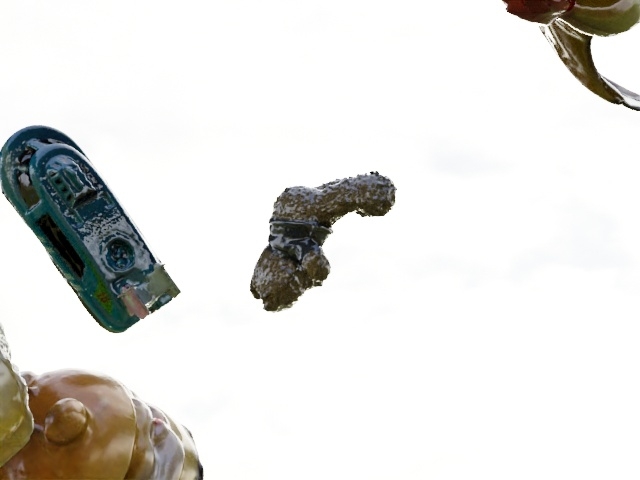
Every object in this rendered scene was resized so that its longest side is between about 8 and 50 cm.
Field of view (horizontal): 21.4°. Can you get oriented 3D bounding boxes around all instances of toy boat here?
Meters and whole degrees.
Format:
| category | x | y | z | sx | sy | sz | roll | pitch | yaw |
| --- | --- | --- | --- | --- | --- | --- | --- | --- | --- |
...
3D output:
| category | x | y | z | sx | sy | sz | roll | pitch | yaw |
| --- | --- | --- | --- | --- | --- | --- | --- | --- | --- |
| toy boat | -0.296 | -0.031 | 2.181 | 0.134 | 0.299 | 0.092 | -35 | -2 | -36 |

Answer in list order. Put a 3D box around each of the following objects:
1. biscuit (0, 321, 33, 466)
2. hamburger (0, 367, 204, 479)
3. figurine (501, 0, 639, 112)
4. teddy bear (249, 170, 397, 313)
| category | x | y | z | sx | sy | sz | roll | pitch | yaw |
| --- | --- | --- | --- | --- | --- | --- | --- | --- | --- |
| biscuit | -0.515 | 0.147 | 1.806 | 0.446 | 0.429 | 0.104 | -40 | -28 | 1 |
| hamburger | -0.311 | 0.279 | 2.062 | 0.276 | 0.276 | 0.237 | -22 | -40 | 30 |
| figurine | 0.190 | -0.316 | 1.518 | 0.401 | 0.387 | 0.268 | 21 | -80 | -48 |
| teddy bear | -0.014 | -0.015 | 2.337 | 0.251 | 0.129 | 0.182 | -49 | 3 | 2 |
